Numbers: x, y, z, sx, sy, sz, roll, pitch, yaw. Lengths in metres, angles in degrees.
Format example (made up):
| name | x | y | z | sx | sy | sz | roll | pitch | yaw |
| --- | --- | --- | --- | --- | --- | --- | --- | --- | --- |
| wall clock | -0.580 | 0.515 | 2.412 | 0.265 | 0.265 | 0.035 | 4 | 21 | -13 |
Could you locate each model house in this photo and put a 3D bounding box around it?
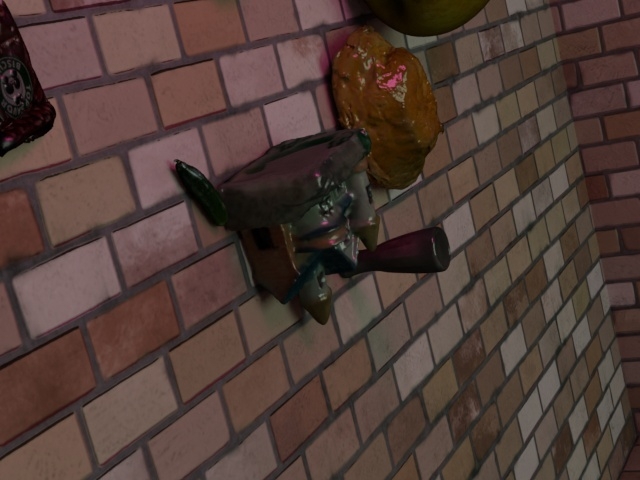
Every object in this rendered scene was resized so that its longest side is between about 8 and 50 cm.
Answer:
| name | x | y | z | sx | sy | sz | roll | pitch | yaw |
| --- | --- | --- | --- | --- | --- | --- | --- | --- | --- |
| model house | 0.000 | 0.000 | 1.786 | 0.267 | 0.194 | 0.325 | -44 | 124 | -55 |

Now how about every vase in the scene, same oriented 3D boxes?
| name | x | y | z | sx | sy | sz | roll | pitch | yaw |
| --- | --- | --- | --- | --- | --- | --- | --- | --- | --- |
| vase | 0.137 | 0.031 | 1.979 | 0.086 | 0.214 | 0.086 | 28 | 58 | -56 |

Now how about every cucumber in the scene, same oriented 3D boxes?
| name | x | y | z | sx | sy | sz | roll | pitch | yaw |
| --- | --- | --- | --- | --- | --- | --- | --- | --- | --- |
| cucumber | -0.186 | -0.080 | 1.627 | 0.155 | 0.037 | 0.037 | 56 | 39 | -39 |

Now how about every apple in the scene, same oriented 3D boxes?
| name | x | y | z | sx | sy | sz | roll | pitch | yaw |
| --- | --- | --- | --- | --- | --- | --- | --- | --- | --- |
| apple | 0.225 | -0.596 | 2.178 | 0.339 | 0.339 | 0.340 | 21 | 65 | -57 |

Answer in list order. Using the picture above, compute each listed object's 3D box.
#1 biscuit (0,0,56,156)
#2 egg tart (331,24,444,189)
| name | x | y | z | sx | sy | sz | roll | pitch | yaw |
| --- | --- | --- | --- | --- | --- | --- | --- | --- | --- |
| biscuit | -0.403 | -0.224 | 1.259 | 0.151 | 0.063 | 0.235 | -50 | 128 | -52 |
| egg tart | 0.159 | -0.281 | 2.162 | 0.339 | 0.153 | 0.352 | -21 | 102 | -62 |
